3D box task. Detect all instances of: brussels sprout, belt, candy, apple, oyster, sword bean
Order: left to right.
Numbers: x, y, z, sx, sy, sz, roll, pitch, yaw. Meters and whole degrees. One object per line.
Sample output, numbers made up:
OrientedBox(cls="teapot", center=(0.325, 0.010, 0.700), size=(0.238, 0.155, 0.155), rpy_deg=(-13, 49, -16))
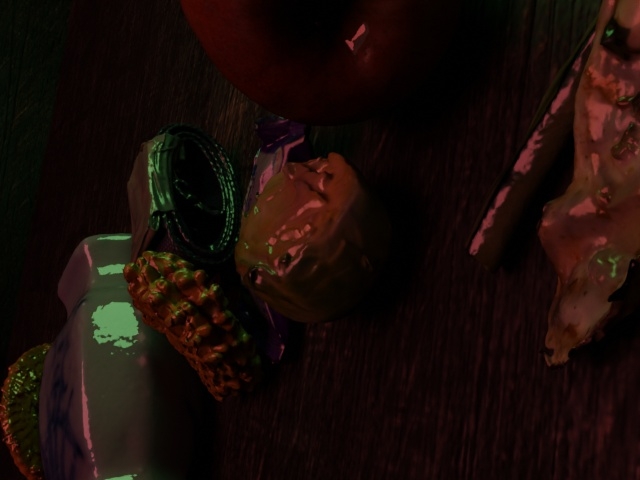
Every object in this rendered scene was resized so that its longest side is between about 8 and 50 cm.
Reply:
OrientedBox(cls="belt", center=(-0.190, -0.038, 0.964), size=(0.126, 0.139, 0.231), rpy_deg=(-44, 47, 42))
OrientedBox(cls="candy", center=(-0.054, -0.011, 0.796), size=(0.145, 0.070, 0.275), rpy_deg=(-156, 70, -67))
OrientedBox(cls="apple", center=(-0.003, -0.228, 0.610), size=(0.253, 0.253, 0.254), rpy_deg=(-28, 56, 53))
OrientedBox(cls="brussels sprout", center=(0.002, 0.005, 0.653), size=(0.149, 0.122, 0.152), rpy_deg=(-12, 49, 35))
OrientedBox(cls="sword bean", center=(0.171, -0.097, 0.481), size=(0.269, 0.038, 0.043), rpy_deg=(-63, 31, 22))
OrientedBox(cls="oyster", center=(0.188, -0.062, 0.409), size=(0.166, 0.093, 0.295), rpy_deg=(-112, 30, -56))

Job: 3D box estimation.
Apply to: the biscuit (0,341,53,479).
OrientedBox(cls="biscuit", center=(-0.362, 0.267, 1.063), size=(0.035, 0.254, 0.254), rpy_deg=(-29, 51, 21))

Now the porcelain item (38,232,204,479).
OrientedBox(cls="porcelain item", center=(-0.269, 0.199, 0.977), size=(0.242, 0.178, 0.405), rpy_deg=(-49, 43, 37))

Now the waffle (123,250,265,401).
OrientedBox(cls="waffle", center=(-0.146, 0.099, 0.820), size=(0.193, 0.070, 0.197), rpy_deg=(31, 151, 39))
